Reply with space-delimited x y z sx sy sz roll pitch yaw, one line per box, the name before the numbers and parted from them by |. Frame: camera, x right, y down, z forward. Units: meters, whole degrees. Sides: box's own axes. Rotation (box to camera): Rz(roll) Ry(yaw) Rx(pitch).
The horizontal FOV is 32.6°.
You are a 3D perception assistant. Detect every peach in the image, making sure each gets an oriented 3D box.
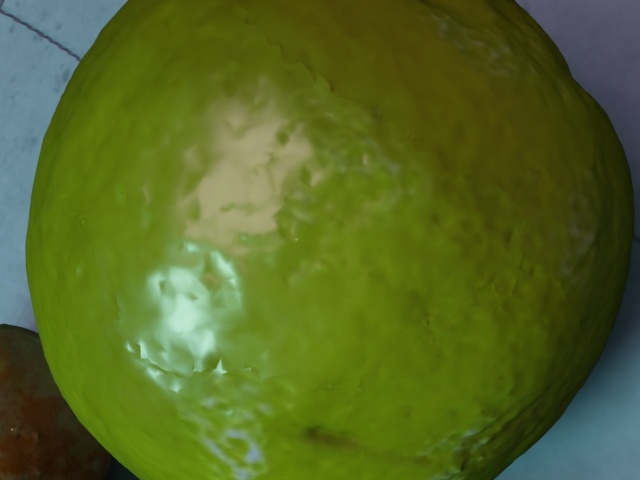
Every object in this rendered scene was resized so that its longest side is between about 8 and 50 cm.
peach | -0.260 0.163 0.791 0.232 0.232 0.233 -9 73 31

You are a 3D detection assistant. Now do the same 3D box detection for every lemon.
lemon | 0.000 0.000 0.608 0.347 0.348 0.348 -9 73 31
